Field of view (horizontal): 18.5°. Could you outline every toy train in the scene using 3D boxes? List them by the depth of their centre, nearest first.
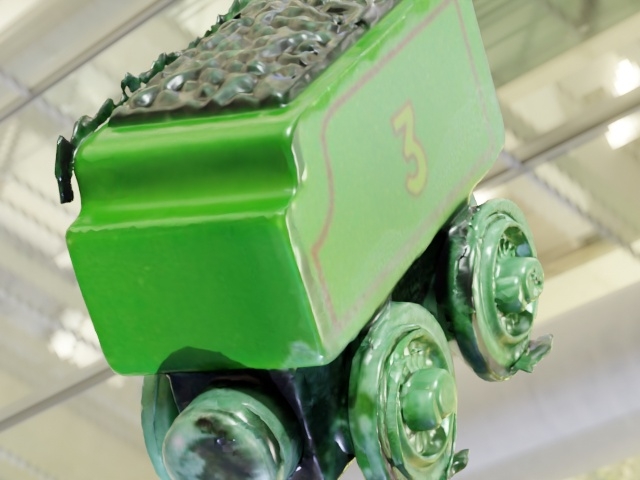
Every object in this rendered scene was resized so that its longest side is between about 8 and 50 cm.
[{"bbox_3d":[0.000,0.000,0.817,0.243,0.132,0.188,-49,-53,-52],"label":"toy train"}]
